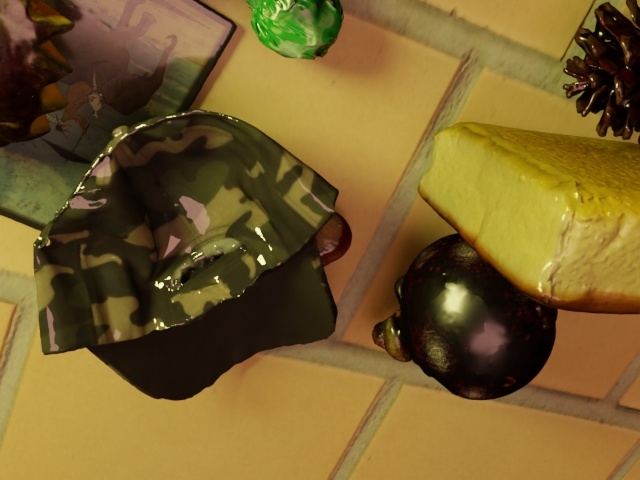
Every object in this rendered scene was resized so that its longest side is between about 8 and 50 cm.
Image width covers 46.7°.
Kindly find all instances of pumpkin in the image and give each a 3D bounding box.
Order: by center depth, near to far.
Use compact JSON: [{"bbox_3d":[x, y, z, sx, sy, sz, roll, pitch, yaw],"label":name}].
[{"bbox_3d":[-0.329,-0.156,0.689,0.130,0.149,0.254,31,133,15],"label":"pumpkin"}]

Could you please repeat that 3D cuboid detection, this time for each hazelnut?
[{"bbox_3d":[0.000,0.000,0.976,0.086,0.086,0.087,-6,122,-10],"label":"hazelnut"}]

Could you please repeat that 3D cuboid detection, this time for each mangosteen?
[{"bbox_3d":[0.184,0.104,1.008,0.265,0.228,0.228,-14,130,33],"label":"mangosteen"}]

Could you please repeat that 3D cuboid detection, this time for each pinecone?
[{"bbox_3d":[0.428,-0.221,0.866,0.291,0.246,0.246,-12,125,12],"label":"pinecone"}]

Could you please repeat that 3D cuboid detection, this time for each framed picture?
[{"bbox_3d":[-0.290,-0.162,0.835,0.264,0.016,0.347,27,112,-27],"label":"framed picture"}]

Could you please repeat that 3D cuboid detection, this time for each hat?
[{"bbox_3d":[-0.145,0.032,0.928,0.366,0.258,0.382,-21,164,-1],"label":"hat"}]

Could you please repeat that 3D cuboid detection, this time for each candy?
[{"bbox_3d":[-0.126,-0.285,0.775,0.323,0.097,0.097,23,114,-16],"label":"candy"}]

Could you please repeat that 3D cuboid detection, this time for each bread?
[{"bbox_3d":[0.327,-0.034,0.890,0.332,0.324,0.143,5,112,-16],"label":"bread"}]
